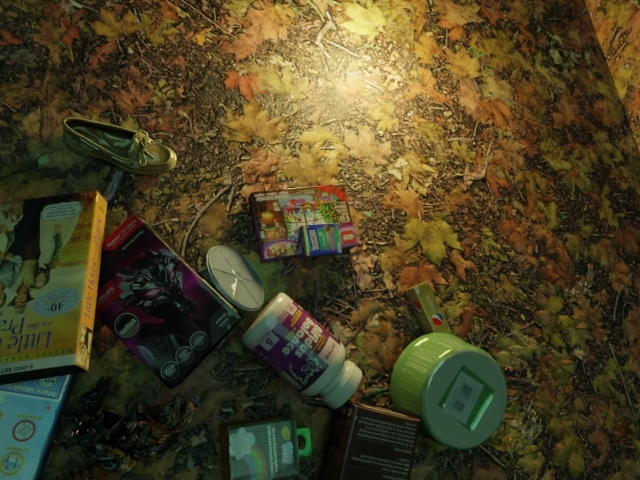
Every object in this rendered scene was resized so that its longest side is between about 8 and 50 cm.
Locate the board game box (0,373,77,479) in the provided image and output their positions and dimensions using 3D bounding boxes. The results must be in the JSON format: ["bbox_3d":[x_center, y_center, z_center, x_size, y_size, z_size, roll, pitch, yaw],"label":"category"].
[{"bbox_3d":[-0.720,0.390,0.932,0.308,0.086,0.301,16,70,-14],"label":"board game box"}]

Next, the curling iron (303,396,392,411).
[{"bbox_3d":[0.084,0.469,1.221,0.274,0.035,0.068,20,68,-13],"label":"curling iron"}]

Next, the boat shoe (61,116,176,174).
[{"bbox_3d":[-0.531,-0.251,1.191,0.285,0.089,0.104,11,70,-17],"label":"boat shoe"}]

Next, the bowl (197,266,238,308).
[{"bbox_3d":[-0.300,0.152,1.172,0.142,0.053,0.142,-30,86,-25],"label":"bowl"}]

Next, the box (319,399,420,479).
[{"bbox_3d":[0.105,0.610,1.112,0.191,0.143,0.381,19,73,-14],"label":"box"}]

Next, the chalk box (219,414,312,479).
[{"bbox_3d":[-0.128,0.501,1.086,0.213,0.132,0.132,1,73,-20],"label":"chalk box"}]

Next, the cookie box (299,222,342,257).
[{"bbox_3d":[0.000,0.000,1.268,0.107,0.040,0.091,-5,80,-20],"label":"cookie box"}]

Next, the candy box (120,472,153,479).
[{"bbox_3d":[-0.417,0.608,0.930,0.070,0.165,0.196,18,69,-12],"label":"candy box"}]

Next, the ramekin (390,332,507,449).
[{"bbox_3d":[0.362,0.417,1.238,0.304,0.148,0.303,1,87,-17],"label":"ramekin"}]

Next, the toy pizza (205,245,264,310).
[{"bbox_3d":[-0.225,0.101,1.167,0.032,0.201,0.201,-37,88,18],"label":"toy pizza"}]

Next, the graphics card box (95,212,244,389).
[{"bbox_3d":[-0.395,0.142,1.076,0.371,0.094,0.233,44,81,2],"label":"graphics card box"}]

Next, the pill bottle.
[{"bbox_3d":[-0.043,0.290,1.158,0.301,0.169,0.169,41,65,-4],"label":"pill bottle"}]

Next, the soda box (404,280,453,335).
[{"bbox_3d":[0.330,0.221,1.369,0.058,0.061,0.181,-20,81,-24],"label":"soda box"}]

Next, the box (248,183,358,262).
[{"bbox_3d":[-0.049,-0.056,1.321,0.293,0.057,0.200,-9,78,-22],"label":"box"}]

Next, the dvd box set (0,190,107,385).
[{"bbox_3d":[-0.641,0.092,0.960,0.308,0.062,0.420,-7,60,-3],"label":"dvd box set"}]

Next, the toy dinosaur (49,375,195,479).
[{"bbox_3d":[-0.443,0.441,0.977,0.322,0.164,0.218,-44,120,-25],"label":"toy dinosaur"}]
